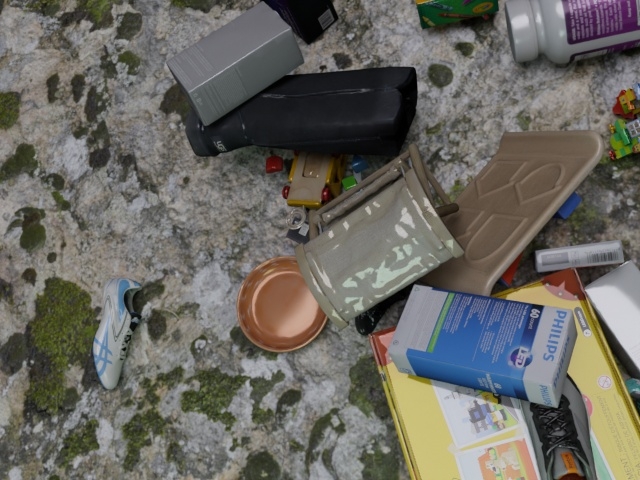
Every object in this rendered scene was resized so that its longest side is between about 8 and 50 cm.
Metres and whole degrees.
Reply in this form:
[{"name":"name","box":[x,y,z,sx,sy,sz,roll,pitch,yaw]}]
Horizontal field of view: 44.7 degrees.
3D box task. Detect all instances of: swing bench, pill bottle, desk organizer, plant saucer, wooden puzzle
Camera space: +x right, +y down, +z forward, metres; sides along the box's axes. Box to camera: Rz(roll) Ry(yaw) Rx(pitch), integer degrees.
[{"name":"swing bench","box":[0.102,-0.014,1.368,0.253,0.255,0.165,-34,102,18]},{"name":"pill bottle","box":[0.523,-0.444,1.527,0.301,0.169,0.169,-11,70,11]},{"name":"desk organizer","box":[0.000,0.000,1.582,0.130,0.050,0.047,23,86,28]},{"name":"plant saucer","box":[-0.072,0.130,1.579,0.200,0.037,0.200,-5,71,14]},{"name":"wooden puzzle","box":[0.332,-0.042,1.411,0.080,0.322,0.348,39,84,-18]}]

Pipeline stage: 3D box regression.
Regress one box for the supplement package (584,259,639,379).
[{"name":"supplement package","box":[0.551,0.144,1.367,0.105,0.105,0.179,-32,68,4]}]

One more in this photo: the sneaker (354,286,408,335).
[{"name":"sneaker","box":[0.126,0.106,1.501,0.089,0.051,0.170,5,73,55]}]

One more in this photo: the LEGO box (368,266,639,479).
[{"name":"LEGO box","box":[0.339,0.348,1.311,0.372,0.193,0.500,-19,68,9]}]

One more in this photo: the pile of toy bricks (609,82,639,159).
[{"name":"pile of toy bricks","box":[0.595,-0.192,1.473,0.105,0.118,0.212,-27,74,40]}]

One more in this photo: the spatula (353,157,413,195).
[{"name":"spatula","box":[0.138,-0.056,1.590,0.168,0.019,0.242,-9,71,13]}]

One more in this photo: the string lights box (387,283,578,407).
[{"name":"string lights box","box":[0.251,0.159,1.211,0.259,0.077,0.133,9,57,30]}]

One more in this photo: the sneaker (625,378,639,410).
[{"name":"sneaker","box":[0.565,0.286,1.305,0.166,0.065,0.076,24,94,-23]}]

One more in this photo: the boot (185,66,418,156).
[{"name":"boot","box":[-0.017,-0.326,1.595,0.445,0.146,0.367,-1,58,24]}]

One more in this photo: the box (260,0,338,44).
[{"name":"box","box":[-0.083,-0.571,1.683,0.103,0.261,0.184,-41,67,0]}]

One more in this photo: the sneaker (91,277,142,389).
[{"name":"sneaker","box":[-0.424,0.194,1.632,0.086,0.085,0.237,2,76,8]}]

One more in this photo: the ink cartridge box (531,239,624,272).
[{"name":"ink cartridge box","box":[0.455,0.030,1.395,0.145,0.179,0.045,-8,84,13]}]

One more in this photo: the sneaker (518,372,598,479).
[{"name":"sneaker","box":[0.362,0.299,1.157,0.100,0.108,0.272,-14,65,11]}]

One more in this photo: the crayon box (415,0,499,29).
[{"name":"crayon box","box":[0.276,-0.599,1.669,0.165,0.081,0.278,-11,61,12]}]

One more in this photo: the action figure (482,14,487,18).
[{"name":"action figure","box":[0.331,-0.522,1.682,0.038,0.030,0.115,-27,70,0]}]

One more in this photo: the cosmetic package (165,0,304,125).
[{"name":"cosmetic package","box":[-0.166,-0.350,1.526,0.238,0.107,0.127,-31,51,-7]}]

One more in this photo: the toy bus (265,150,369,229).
[{"name":"toy bus","box":[-0.005,-0.119,1.602,0.202,0.104,0.191,-36,58,2]}]
